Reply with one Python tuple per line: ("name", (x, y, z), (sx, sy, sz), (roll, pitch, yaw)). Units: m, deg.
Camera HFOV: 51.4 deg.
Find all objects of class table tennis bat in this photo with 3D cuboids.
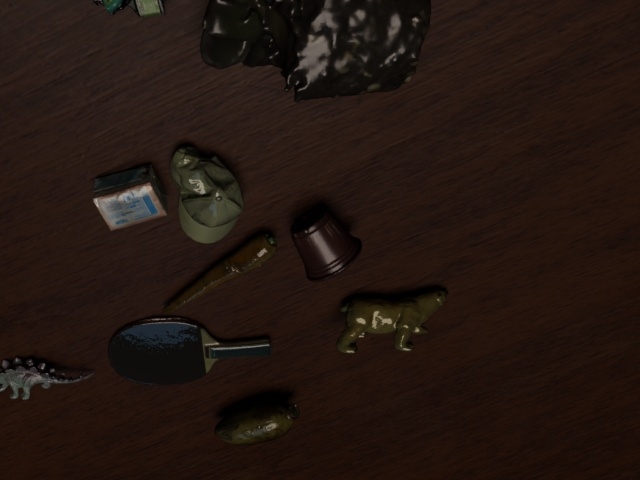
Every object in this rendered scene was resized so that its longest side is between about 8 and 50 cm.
("table tennis bat", (-0.244, 0.208, 1.248), (0.302, 0.022, 0.173), (-4, 127, -6))

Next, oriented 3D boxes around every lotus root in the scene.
("lotus root", (-0.127, 0.372, 1.350), (0.180, 0.089, 0.080), (-18, 85, 9))

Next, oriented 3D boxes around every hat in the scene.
("hat", (-0.181, -0.057, 1.032), (0.123, 0.081, 0.166), (10, 134, -14))

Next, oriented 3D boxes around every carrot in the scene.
("carrot", (-0.175, 0.062, 1.138), (0.255, 0.049, 0.049), (-32, 126, 17))

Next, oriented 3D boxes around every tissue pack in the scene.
("tissue pack", (-0.287, -0.065, 1.011), (0.095, 0.058, 0.074), (-15, 130, 2))

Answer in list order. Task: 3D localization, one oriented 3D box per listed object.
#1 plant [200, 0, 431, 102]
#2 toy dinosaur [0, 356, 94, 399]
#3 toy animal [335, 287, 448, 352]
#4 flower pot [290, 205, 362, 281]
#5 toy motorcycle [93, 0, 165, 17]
("plant", (-0.016, -0.280, 0.815), (0.276, 0.188, 0.198), (5, 125, -14))
("toy dinosaur", (-0.526, 0.253, 1.222), (0.209, 0.039, 0.082), (-1, 125, -10))
("toy animal", (0.134, 0.143, 1.234), (0.219, 0.103, 0.100), (-1, 103, -4))
("flower pot", (0.000, 0.000, 1.090), (0.111, 0.111, 0.089), (-30, 114, 13))
("toy motorcycle", (-0.251, -0.355, 0.802), (0.100, 0.058, 0.173), (-14, 129, -8))
